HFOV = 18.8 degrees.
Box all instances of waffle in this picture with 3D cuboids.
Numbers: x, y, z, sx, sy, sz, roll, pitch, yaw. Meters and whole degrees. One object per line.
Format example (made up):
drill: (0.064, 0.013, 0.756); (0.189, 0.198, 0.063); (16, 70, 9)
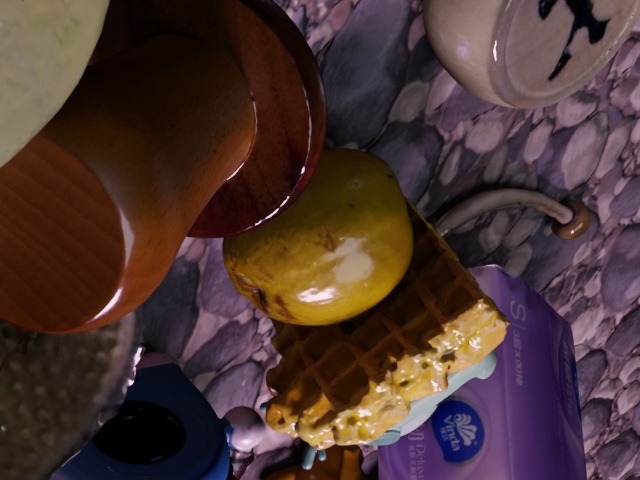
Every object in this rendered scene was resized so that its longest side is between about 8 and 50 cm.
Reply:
waffle: (0.033, 0.080, 1.692); (0.219, 0.229, 0.057); (-41, 124, 4)

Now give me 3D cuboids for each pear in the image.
pear: (0.000, 0.000, 1.624); (0.162, 0.149, 0.149); (-30, 143, -16)

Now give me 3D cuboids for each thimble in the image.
thimble: (-0.271, 0.068, 1.361); (0.271, 0.150, 0.270); (-31, 143, -26)

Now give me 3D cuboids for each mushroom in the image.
mushroom: (0.172, -0.021, 1.915); (0.306, 0.043, 0.068); (-4, 105, -46)

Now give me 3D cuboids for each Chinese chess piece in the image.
Chinese chess piece: (0.192, -0.224, 1.678); (0.238, 0.092, 0.237); (-30, 142, -27)

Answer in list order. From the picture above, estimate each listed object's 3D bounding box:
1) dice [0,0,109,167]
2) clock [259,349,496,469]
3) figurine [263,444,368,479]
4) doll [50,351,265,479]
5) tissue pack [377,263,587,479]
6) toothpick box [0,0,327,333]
dice: (-0.280, -0.160, 1.025); (0.252, 0.250, 0.254); (-41, 147, -13)
clock: (0.043, 0.115, 1.784); (0.211, 0.159, 0.066); (-40, 149, 6)
figurine: (0.014, 0.272, 1.898); (0.122, 0.176, 0.121); (-9, 129, -30)
doll: (-0.160, 0.281, 1.646); (0.284, 0.240, 0.310); (-11, 127, -25)
tissue pack: (0.163, 0.224, 1.864); (0.160, 0.338, 0.242); (-13, 155, 23)
toothpick box: (-0.116, -0.060, 1.240); (0.294, 0.192, 0.192); (-48, 160, -59)
